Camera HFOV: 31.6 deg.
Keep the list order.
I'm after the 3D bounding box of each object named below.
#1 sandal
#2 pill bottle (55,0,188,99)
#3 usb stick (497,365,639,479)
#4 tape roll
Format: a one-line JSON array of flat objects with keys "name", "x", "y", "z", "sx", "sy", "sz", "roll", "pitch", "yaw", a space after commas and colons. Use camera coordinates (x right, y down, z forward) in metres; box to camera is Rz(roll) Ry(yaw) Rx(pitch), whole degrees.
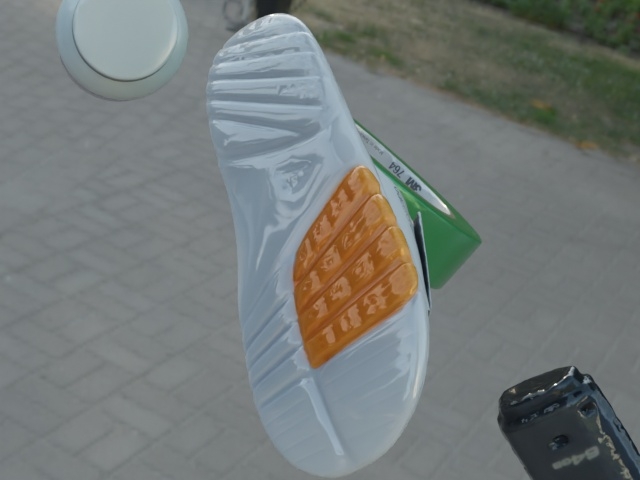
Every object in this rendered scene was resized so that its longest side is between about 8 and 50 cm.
[{"name": "sandal", "x": 0.009, "y": -0.005, "z": 0.600, "sx": 0.076, "sy": 0.102, "sz": 0.265, "roll": 30, "pitch": 41, "yaw": -52}, {"name": "pill bottle", "x": -0.261, "y": -0.267, "z": 1.480, "sx": 0.169, "sy": 0.169, "sz": 0.301, "roll": 9, "pitch": 5, "yaw": -13}, {"name": "usb stick", "x": 0.212, "y": 0.209, "z": 0.758, "sx": 0.278, "sy": 0.077, "sz": 0.045, "roll": 58, "pitch": 31, "yaw": -9}, {"name": "tape roll", "x": 0.042, "y": -0.077, "z": 1.304, "sx": 0.321, "sy": 0.077, "sz": 0.321, "roll": 39, "pitch": 10, "yaw": -9}]
